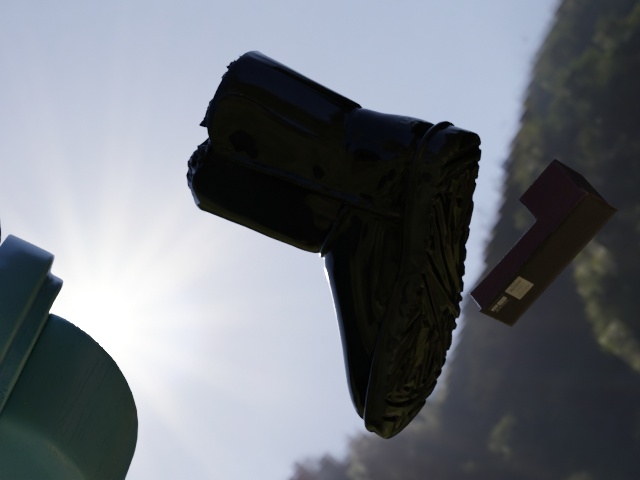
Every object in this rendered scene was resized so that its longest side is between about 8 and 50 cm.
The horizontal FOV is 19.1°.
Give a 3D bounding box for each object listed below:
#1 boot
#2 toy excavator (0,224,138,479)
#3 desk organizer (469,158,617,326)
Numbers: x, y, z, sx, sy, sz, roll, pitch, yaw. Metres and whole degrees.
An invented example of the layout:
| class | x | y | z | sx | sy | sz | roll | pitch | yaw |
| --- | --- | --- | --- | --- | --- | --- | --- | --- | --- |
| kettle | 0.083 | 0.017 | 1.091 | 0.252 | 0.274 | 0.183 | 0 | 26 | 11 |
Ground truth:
| class | x | y | z | sx | sy | sz | roll | pitch | yaw |
| --- | --- | --- | --- | --- | --- | --- | --- | --- | --- |
| boot | 0.000 | 0.000 | 1.393 | 0.094 | 0.207 | 0.246 | -23 | -53 | -54 |
| toy excavator | -0.216 | 0.225 | 1.406 | 0.433 | 0.445 | 0.222 | -61 | 5 | 28 |
| desk organizer | 0.172 | 0.002 | 1.535 | 0.047 | 0.050 | 0.130 | 25 | -68 | -46 |
